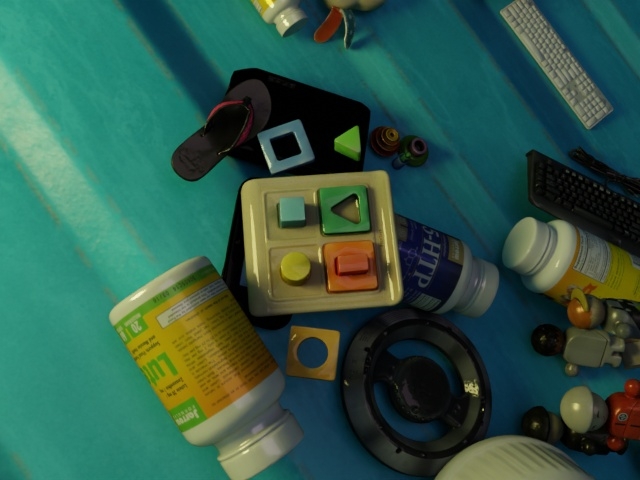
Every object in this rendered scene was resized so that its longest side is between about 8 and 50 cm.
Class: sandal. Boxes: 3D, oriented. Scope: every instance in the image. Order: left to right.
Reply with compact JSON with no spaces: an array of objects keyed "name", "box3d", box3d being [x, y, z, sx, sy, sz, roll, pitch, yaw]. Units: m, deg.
[{"name":"sandal","box3d":[-0.123,-0.148,0.988,0.067,0.040,0.179,41,66,-3]}]

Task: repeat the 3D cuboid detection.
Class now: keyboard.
[{"name":"keyboard","box3d":[0.410,-0.311,1.308,0.072,0.014,0.256,-37,90,-26]},{"name":"keyboard","box3d":[0.471,-0.068,1.220,0.317,0.033,0.201,24,46,-13]}]

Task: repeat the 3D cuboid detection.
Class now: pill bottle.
[{"name":"pill bottle","box3d":[-0.127,0.153,0.888,0.136,0.136,0.246,-32,88,-26]},{"name":"pill bottle","box3d":[-0.069,-0.359,1.103,0.065,0.065,0.116,-34,89,-26]},{"name":"pill bottle","box3d":[0.146,0.039,1.045,0.186,0.112,0.112,21,68,-15]},{"name":"pill bottle","box3d":[0.386,0.045,1.135,0.215,0.117,0.117,24,67,-13]}]

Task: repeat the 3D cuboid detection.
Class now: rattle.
[{"name":"rattle","box3d":[0.065,-0.400,1.132,0.130,0.142,0.200,43,56,-25]}]

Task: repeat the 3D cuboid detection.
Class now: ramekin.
[{"name":"ramekin","box3d":[0.265,0.391,0.945,0.272,0.127,0.273,1,88,-15]}]

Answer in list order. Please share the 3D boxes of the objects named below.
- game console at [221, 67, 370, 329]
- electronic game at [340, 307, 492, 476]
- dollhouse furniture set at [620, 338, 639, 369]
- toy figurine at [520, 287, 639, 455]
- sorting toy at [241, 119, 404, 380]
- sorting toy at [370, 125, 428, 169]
[{"name":"game console","box3d":[-0.050,-0.055,1.033,0.213,0.044,0.361,14,70,-17]},{"name":"electronic game","box3d":[0.133,0.203,1.026,0.229,0.048,0.229,8,67,-20]},{"name":"dollhouse furniture set","box3d":[0.639,0.228,1.128,0.174,0.303,0.356,7,69,-59]},{"name":"toy figurine","box3d":[0.374,0.187,1.041,0.148,0.213,0.210,8,68,-2]},{"name":"sorting toy","box3d":[0.000,0.000,0.949,0.196,0.047,0.348,-5,75,-1]},{"name":"sorting toy","box3d":[0.124,-0.141,1.127,0.102,0.042,0.061,10,71,-19]}]
